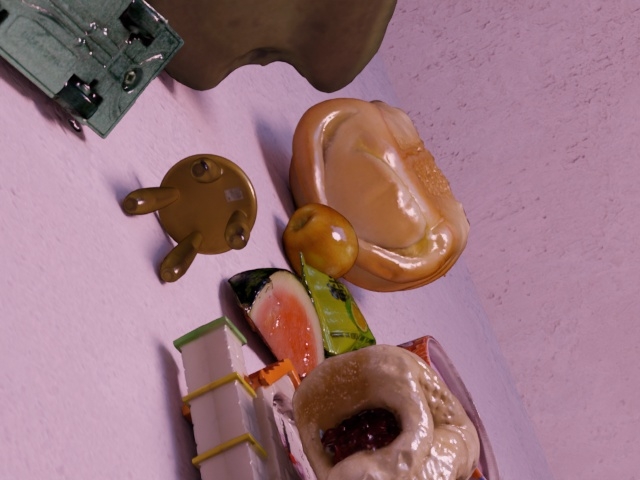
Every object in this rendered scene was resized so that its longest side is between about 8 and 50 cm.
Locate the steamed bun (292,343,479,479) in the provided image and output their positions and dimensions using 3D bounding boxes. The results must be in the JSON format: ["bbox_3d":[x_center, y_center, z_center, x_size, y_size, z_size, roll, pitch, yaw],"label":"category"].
[{"bbox_3d":[0.055,0.202,1.397,0.172,0.140,0.155,52,25,-25],"label":"steamed bun"}]

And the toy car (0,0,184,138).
[{"bbox_3d":[-0.253,-0.213,1.445,0.097,0.141,0.320,39,-2,31],"label":"toy car"}]

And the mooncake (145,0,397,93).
[{"bbox_3d":[-0.072,-0.346,1.947,0.351,0.351,0.187,54,15,-40],"label":"mooncake"}]

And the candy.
[{"bbox_3d":[0.029,0.117,2.103,0.149,0.069,0.246,67,11,25],"label":"candy"}]

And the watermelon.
[{"bbox_3d":[-0.050,0.100,1.839,0.245,0.063,0.119,55,26,-57],"label":"watermelon"}]

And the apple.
[{"bbox_3d":[0.000,0.000,2.153,0.102,0.099,0.114,51,21,-40],"label":"apple"}]

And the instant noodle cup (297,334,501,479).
[{"bbox_3d":[0.078,0.232,1.756,0.250,0.192,0.250,60,12,-21],"label":"instant noodle cup"}]

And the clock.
[{"bbox_3d":[-0.043,0.216,1.479,0.220,0.106,0.255,53,16,-43],"label":"clock"}]

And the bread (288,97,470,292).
[{"bbox_3d":[0.068,-0.056,2.341,0.316,0.211,0.270,57,19,5],"label":"bread"}]

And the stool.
[{"bbox_3d":[-0.129,-0.028,1.619,0.134,0.135,0.110,20,14,7],"label":"stool"}]
